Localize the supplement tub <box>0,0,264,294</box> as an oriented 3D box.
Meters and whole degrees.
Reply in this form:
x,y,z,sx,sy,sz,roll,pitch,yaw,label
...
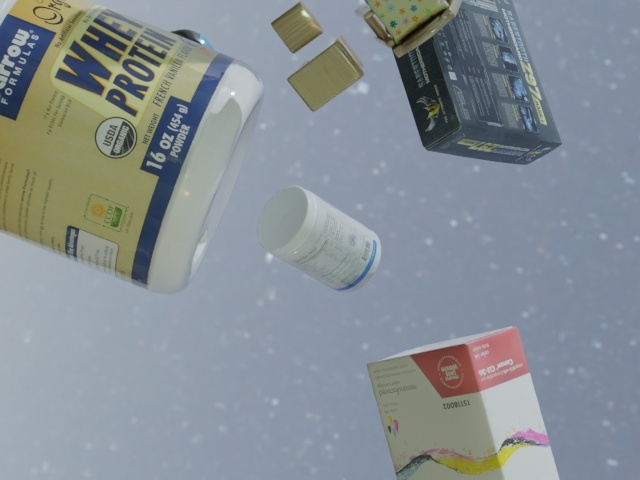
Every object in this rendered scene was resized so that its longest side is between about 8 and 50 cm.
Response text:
x,y,z,sx,sy,sz,roll,pitch,yaw,label
-0.232,-0.105,1.333,0.228,0.316,0.228,-159,-90,-90,supplement tub

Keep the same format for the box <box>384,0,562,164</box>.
x,y,z,sx,sy,sz,roll,pitch,yaw,label
0.153,-0.201,1.563,0.059,0.183,0.233,-30,-112,39,box

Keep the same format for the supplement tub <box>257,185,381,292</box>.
x,y,z,sx,sy,sz,roll,pitch,yaw,label
0.000,0.000,1.386,0.071,0.107,0.071,-27,-132,34,supplement tub

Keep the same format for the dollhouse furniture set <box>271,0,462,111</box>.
x,y,z,sx,sy,sz,roll,pitch,yaw,label
-0.003,-0.216,1.181,0.161,0.182,0.101,-35,-168,22,dollhouse furniture set

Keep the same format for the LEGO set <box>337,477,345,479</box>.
x,y,z,sx,sy,sz,roll,pitch,yaw,label
-0.017,0.315,1.143,0.182,0.060,0.244,-33,-150,2,LEGO set

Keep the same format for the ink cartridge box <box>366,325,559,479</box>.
x,y,z,sx,sy,sz,roll,pitch,yaw,label
0.120,0.178,1.153,0.115,0.067,0.198,-18,-93,47,ink cartridge box

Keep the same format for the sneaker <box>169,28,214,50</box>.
x,y,z,sx,sy,sz,roll,pitch,yaw,label
-0.273,-0.144,1.897,0.341,0.125,0.139,-37,-175,17,sneaker
